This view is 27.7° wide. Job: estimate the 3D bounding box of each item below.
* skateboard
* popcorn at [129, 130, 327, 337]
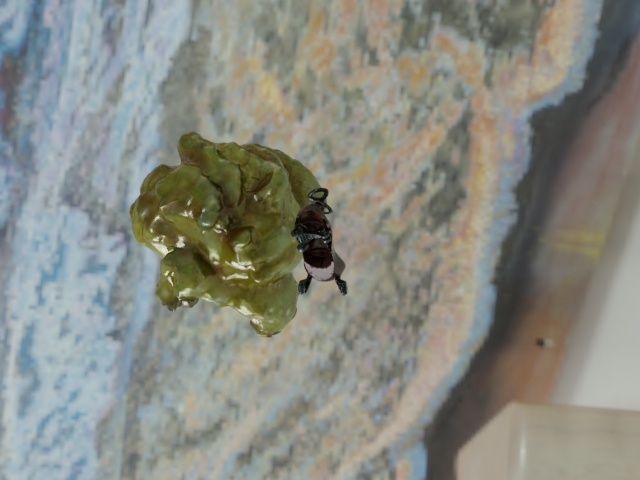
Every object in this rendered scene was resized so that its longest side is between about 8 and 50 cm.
[{"bbox_3d":[0.000,0.000,1.699,0.151,0.067,0.080,80,-164,-45],"label":"skateboard"},{"bbox_3d":[-0.129,-0.040,2.001,0.290,0.325,0.321,99,148,-53],"label":"popcorn"}]
